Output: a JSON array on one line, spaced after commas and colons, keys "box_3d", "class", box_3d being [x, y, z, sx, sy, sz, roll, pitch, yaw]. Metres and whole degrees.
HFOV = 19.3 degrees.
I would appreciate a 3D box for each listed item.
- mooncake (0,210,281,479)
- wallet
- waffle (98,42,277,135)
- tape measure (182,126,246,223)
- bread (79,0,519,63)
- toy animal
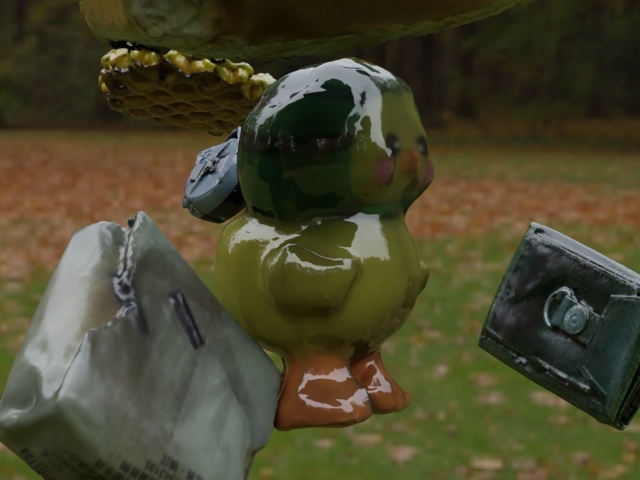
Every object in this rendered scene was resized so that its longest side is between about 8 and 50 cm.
[{"box_3d": [-0.157, 0.137, 1.600, 0.136, 0.254, 0.250, -24, 29, 31], "class": "mooncake"}, {"box_3d": [0.270, 0.087, 2.024, 0.055, 0.160, 0.236, 17, 9, -41], "class": "wallet"}, {"box_3d": [-0.150, -0.179, 2.277, 0.238, 0.058, 0.243, 9, -16, -2], "class": "waffle"}, {"box_3d": [-0.094, -0.063, 1.883, 0.091, 0.054, 0.094, -31, 29, 32], "class": "tape measure"}, {"box_3d": [-0.039, -0.271, 1.528, 0.395, 0.239, 0.264, -9, 1, 7], "class": "bread"}, {"box_3d": [-0.002, -0.002, 1.742, 0.191, 0.338, 0.216, 4, 3, 27], "class": "toy animal"}]
